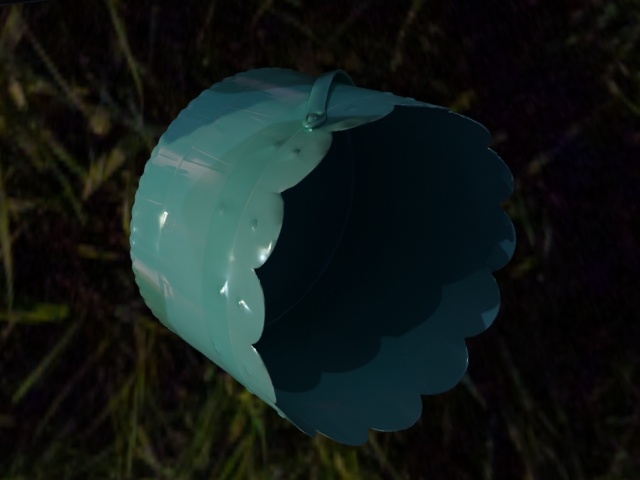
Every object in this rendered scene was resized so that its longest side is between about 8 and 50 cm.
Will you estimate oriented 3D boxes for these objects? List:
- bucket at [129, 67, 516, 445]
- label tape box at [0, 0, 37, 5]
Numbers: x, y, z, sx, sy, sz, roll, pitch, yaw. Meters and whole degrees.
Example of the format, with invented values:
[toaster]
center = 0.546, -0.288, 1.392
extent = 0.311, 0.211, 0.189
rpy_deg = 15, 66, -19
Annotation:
[bucket]
center = 0.000, 0.000, 1.310
extent = 0.281, 0.183, 0.281
rpy_deg = -21, 122, -36
[label tape box]
center = -0.151, -0.319, 0.819
extent = 0.106, 0.240, 0.333
rpy_deg = -7, 140, -11
